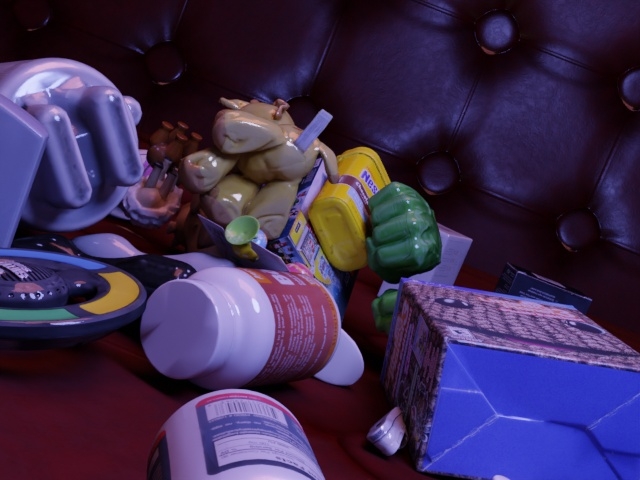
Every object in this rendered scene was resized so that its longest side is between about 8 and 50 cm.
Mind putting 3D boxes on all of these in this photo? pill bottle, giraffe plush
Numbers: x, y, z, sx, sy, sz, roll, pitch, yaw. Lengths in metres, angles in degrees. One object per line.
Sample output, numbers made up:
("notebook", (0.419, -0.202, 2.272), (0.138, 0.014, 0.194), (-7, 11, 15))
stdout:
("pill bottle", (-0.077, 0.087, 0.928), (0.121, 0.121, 0.216), (26, 8, 27))
("giraffe plush", (-0.084, -0.128, 1.254), (0.181, 0.210, 0.170), (53, 5, -28))
("pill bottle", (-0.043, 0.165, 0.524), (0.108, 0.107, 0.180), (20, 8, -15))

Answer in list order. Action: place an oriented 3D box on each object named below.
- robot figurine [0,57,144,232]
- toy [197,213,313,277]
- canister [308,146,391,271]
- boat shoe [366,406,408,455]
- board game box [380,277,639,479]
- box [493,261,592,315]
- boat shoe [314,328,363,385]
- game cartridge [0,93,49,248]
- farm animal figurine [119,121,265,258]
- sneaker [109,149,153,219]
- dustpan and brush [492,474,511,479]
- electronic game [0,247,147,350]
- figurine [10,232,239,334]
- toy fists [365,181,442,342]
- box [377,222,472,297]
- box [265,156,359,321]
("robot figurine", (-0.360, -0.116, 1.119), (0.354, 0.199, 0.300), (6, 23, 45))
("toy", (-0.051, 0.045, 1.156), (0.137, 0.056, 0.237), (26, -20, 33))
("canister", (0.049, -0.046, 1.349), (0.073, 0.126, 0.170), (-15, 23, 26))
("boat shoe", (0.073, 0.197, 0.943), (0.035, 0.035, 0.100), (50, 7, 6))
("board game box", (0.209, 0.155, 1.041), (0.232, 0.141, 0.291), (9, 9, -6))
("box", (0.401, 0.146, 1.753), (0.156, 0.158, 0.093), (21, 8, -7))
("boat shoe", (-0.027, 0.102, 1.089), (0.184, 0.066, 0.063), (32, 11, -10))
("game cartridge", (-0.435, -0.094, 0.913), (0.297, 0.198, 0.062), (21, 7, -14))
("farm animal figurine", (-0.146, -0.021, 1.423), (0.330, 0.172, 0.326), (28, 18, -11))
("sneaker", (-0.322, -0.084, 1.625), (0.161, 0.102, 0.282), (32, 19, 25))
("dustpan and brush", (0.204, 0.251, 0.797), (0.147, 0.060, 0.211), (15, 10, -45))
("electronic game", (-0.269, 0.043, 0.815), (0.229, 0.048, 0.229), (8, 13, -2))
("figurine", (-0.219, 0.037, 1.057), (0.210, 0.092, 0.215), (19, 6, 14))
("toy fists", (0.120, 0.058, 1.267), (0.096, 0.279, 0.142), (-8, -12, 13))
("box", (0.205, 0.053, 1.810), (0.091, 0.170, 0.130), (27, 9, 28))
("box", (0.000, 0.000, 1.358), (0.159, 0.044, 0.233), (61, 27, -24))
